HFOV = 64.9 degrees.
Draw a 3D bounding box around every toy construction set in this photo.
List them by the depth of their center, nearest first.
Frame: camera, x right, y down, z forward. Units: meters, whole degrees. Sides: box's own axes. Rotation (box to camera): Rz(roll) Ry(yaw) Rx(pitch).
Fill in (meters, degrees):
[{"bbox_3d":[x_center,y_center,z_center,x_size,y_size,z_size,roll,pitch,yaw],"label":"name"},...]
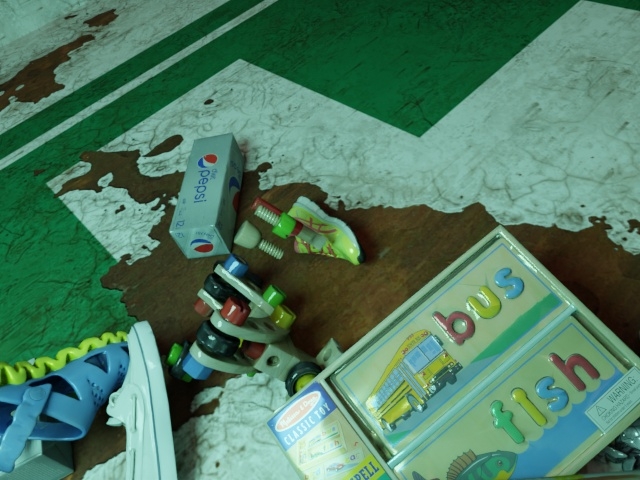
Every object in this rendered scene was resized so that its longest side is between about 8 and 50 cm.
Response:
[{"bbox_3d":[-0.064,0.117,0.787,0.237,0.257,0.309,30,73,-16],"label":"toy construction set"}]

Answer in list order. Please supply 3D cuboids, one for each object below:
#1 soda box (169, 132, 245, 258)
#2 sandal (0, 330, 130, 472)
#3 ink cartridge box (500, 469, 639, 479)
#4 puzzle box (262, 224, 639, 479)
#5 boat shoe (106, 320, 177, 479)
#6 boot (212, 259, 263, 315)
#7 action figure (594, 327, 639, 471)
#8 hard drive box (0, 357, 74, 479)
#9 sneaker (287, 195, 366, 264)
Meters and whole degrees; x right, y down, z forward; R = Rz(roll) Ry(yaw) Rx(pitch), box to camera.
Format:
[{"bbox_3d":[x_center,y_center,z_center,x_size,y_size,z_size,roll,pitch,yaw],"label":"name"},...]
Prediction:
[{"bbox_3d":[-0.232,-0.101,1.070,0.097,0.091,0.287,-8,48,9],"label":"soda box"},{"bbox_3d":[-0.374,0.233,0.736,0.317,0.126,0.138,-12,55,-51],"label":"sandal"},{"bbox_3d":[0.235,0.371,0.447,0.383,0.160,0.280,-8,72,7],"label":"ink cartridge box"},{"bbox_3d":[0.165,0.204,0.625,0.408,0.052,0.272,-40,69,-3],"label":"puzzle box"},{"bbox_3d":[-0.264,0.245,0.725,0.084,0.095,0.258,-7,66,-23],"label":"boat shoe"},{"bbox_3d":[-0.172,0.095,0.921,0.121,0.045,0.099,18,61,27],"label":"boot"},{"bbox_3d":[0.434,0.199,0.642,0.185,0.099,0.285,22,62,23],"label":"action figure"},{"bbox_3d":[-0.525,0.324,0.782,0.232,0.089,0.181,-26,49,-9],"label":"hard drive box"},{"bbox_3d":[0.000,0.000,0.942,0.094,0.082,0.208,-43,47,-13],"label":"sneaker"}]
